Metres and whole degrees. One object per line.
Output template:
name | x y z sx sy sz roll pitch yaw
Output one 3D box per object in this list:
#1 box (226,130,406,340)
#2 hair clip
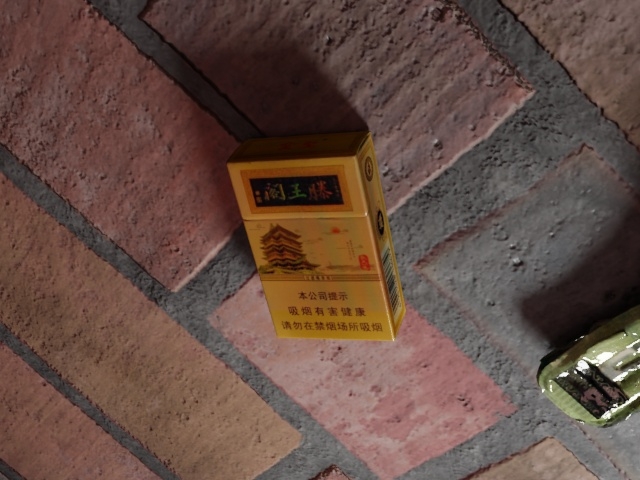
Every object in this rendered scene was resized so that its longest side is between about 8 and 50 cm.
box | 0.000 0.000 1.098 0.174 0.076 0.274 -1 121 21
hair clip | 0.403 0.117 1.008 0.138 0.091 0.321 37 138 -9
